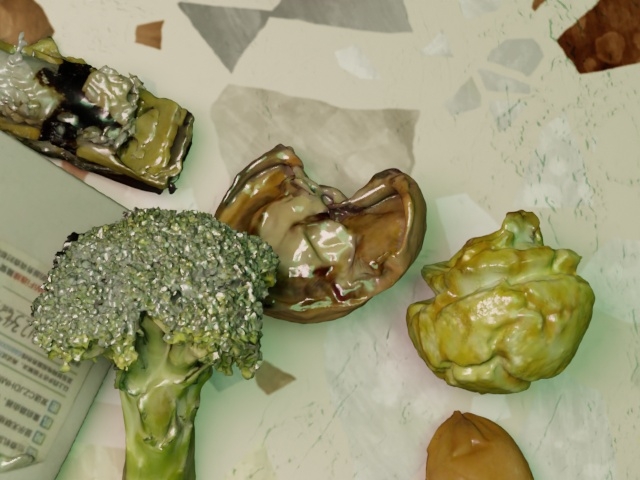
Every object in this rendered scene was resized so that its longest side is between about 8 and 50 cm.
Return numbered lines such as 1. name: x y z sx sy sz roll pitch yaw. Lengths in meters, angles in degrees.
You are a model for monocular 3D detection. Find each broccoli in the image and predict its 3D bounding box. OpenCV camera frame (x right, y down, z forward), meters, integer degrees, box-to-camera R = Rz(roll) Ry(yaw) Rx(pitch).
1. broccoli: -0.167 0.148 1.188 0.221 0.252 0.361 7 95 1

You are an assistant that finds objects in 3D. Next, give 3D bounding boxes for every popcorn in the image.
1. popcorn: 0.199 0.080 1.341 0.204 0.221 0.184 -32 91 -32

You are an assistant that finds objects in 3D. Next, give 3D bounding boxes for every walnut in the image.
1. walnut: -0.001 0.010 1.337 0.238 0.141 0.204 15 67 28

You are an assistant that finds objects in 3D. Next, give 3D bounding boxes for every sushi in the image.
1. sushi: -0.274 -0.158 1.306 0.291 0.131 0.139 21 78 -3

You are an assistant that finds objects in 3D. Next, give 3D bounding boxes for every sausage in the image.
1. sausage: 0.207 0.365 1.358 0.134 0.116 0.354 -17 82 -7

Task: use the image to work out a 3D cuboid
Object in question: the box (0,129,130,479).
1. box: -0.399 0.075 1.184 0.396 0.111 0.397 34 70 -27
